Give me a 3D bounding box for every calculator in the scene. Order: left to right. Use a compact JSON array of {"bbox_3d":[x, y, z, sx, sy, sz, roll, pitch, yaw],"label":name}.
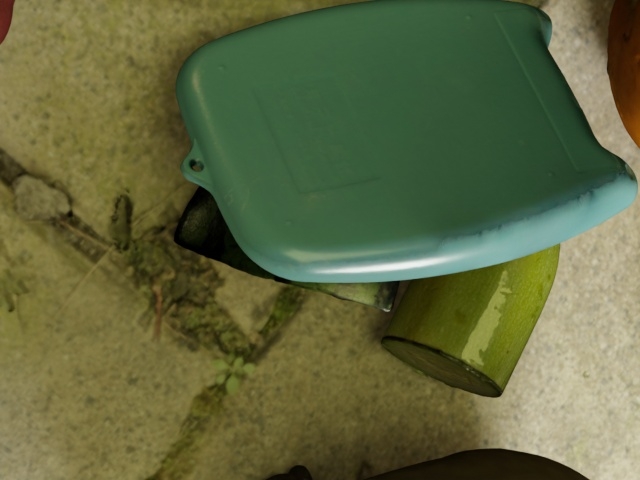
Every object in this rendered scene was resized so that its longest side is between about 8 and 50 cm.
[{"bbox_3d":[0.066,-0.088,1.418,0.386,0.054,0.256,-12,63,-25],"label":"calculator"}]

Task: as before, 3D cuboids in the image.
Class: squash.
[{"bbox_3d":[0.140,0.034,1.517,0.123,0.123,0.186,29,83,-25],"label":"squash"}]

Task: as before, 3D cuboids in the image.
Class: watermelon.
[{"bbox_3d":[-0.004,-0.014,1.429,0.193,0.145,0.137,-34,114,-16],"label":"watermelon"}]

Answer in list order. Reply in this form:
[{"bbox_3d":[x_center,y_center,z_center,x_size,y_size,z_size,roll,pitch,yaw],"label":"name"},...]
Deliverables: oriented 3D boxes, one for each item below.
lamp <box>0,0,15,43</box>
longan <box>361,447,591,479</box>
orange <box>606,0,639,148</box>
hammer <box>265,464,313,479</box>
[{"bbox_3d":[-0.302,-0.195,1.268,0.182,0.140,0.182,-3,96,-25],"label":"lamp"},{"bbox_3d":[0.116,0.332,1.441,0.361,0.361,0.360,-4,100,-23],"label":"longan"},{"bbox_3d":[0.369,-0.162,1.523,0.246,0.246,0.246,-4,100,-23],"label":"orange"},{"bbox_3d":[-0.005,0.337,1.551,0.058,0.029,0.292,-20,108,-18],"label":"hammer"}]
